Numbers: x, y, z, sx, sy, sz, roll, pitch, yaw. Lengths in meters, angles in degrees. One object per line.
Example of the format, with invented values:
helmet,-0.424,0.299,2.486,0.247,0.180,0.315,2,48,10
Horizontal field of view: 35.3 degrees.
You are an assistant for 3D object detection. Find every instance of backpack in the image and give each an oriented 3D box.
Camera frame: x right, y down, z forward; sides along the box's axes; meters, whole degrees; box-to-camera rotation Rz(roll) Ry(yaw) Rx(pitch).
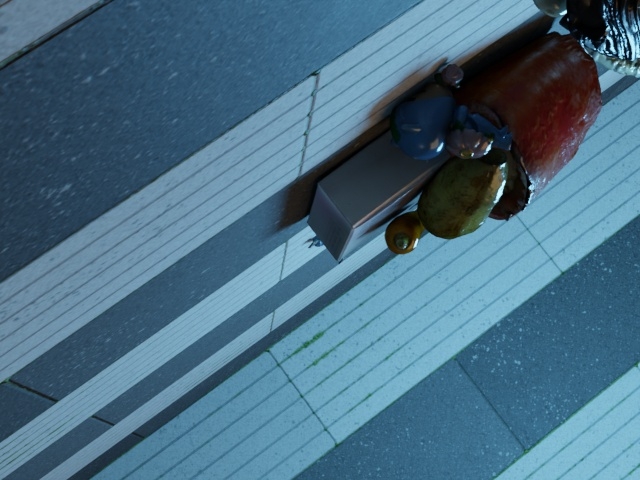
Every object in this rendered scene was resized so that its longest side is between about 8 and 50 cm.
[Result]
backpack,0.355,-0.334,1.195,0.206,0.133,0.258,-68,160,-5

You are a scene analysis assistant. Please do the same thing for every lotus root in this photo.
lotus root,0.224,-0.071,1.618,0.258,0.110,0.097,116,-12,-62

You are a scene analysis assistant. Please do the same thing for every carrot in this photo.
carrot,0.163,-0.034,1.764,0.061,0.061,0.257,-41,-178,26

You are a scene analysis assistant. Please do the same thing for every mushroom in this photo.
mushroom,0.293,-0.329,1.306,0.079,0.085,0.085,-5,-164,42

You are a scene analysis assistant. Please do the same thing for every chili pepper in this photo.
chili pepper,0.353,-0.193,1.701,0.305,0.251,0.229,-33,-151,-26

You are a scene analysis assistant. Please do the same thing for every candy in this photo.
candy,0.000,0.001,2.050,0.030,0.020,0.083,-41,173,28

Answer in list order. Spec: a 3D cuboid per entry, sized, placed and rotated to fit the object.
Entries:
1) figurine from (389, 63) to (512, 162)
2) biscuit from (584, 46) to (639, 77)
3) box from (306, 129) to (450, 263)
figurine,0.193,-0.184,1.484,0.114,0.178,0.144,-103,-157,-87
biscuit,0.634,-0.411,1.960,0.281,0.179,0.084,-28,-169,-12
box,0.091,-0.080,1.683,0.203,0.106,0.251,-36,173,-11
